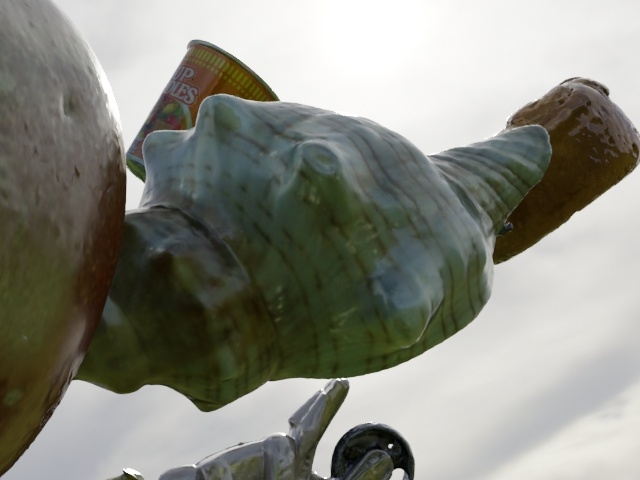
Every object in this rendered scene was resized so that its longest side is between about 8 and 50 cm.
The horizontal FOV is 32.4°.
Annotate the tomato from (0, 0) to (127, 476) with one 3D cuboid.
[{"bbox_3d":[-0.220,-0.029,0.408,0.239,0.303,0.303,-61,-28,-5],"label":"tomato"}]

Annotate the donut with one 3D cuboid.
[{"bbox_3d":[0.198,-0.065,1.050,0.226,0.114,0.226,-35,-3,-2],"label":"donut"}]

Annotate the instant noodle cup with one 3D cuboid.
[{"bbox_3d":[-0.165,-0.146,1.476,0.185,0.168,0.168,-54,-21,-12],"label":"instant noodle cup"}]

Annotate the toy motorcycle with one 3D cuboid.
[{"bbox_3d":[-0.059,0.292,1.151,0.340,0.223,0.108,-46,2,-18],"label":"toy motorcycle"}]

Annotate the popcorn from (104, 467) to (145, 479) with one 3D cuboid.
[{"bbox_3d":[-0.230,0.505,1.462,0.274,0.279,0.335,9,-72,-55],"label":"popcorn"}]

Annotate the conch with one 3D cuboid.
[{"bbox_3d":[-0.002,-0.008,0.627,0.386,0.203,0.169,-29,-34,-16],"label":"conch"}]
